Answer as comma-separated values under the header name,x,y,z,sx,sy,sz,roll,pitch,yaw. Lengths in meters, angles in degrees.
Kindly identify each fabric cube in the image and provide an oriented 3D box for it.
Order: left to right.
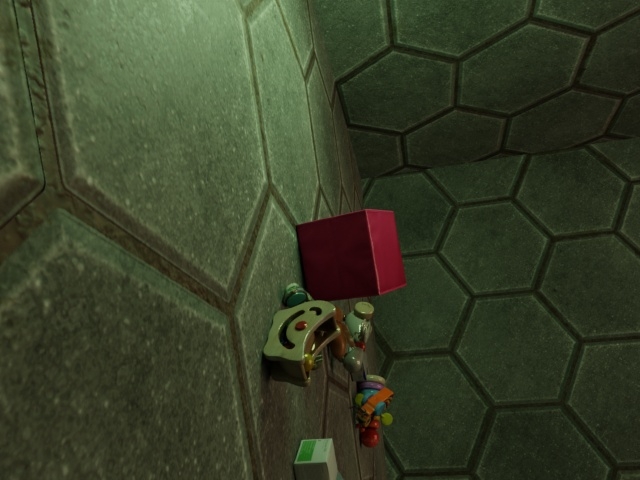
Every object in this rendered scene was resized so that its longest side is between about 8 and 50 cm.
name,x,y,z,sx,sy,sz,roll,pitch,yaw
fabric cube,0.105,0.050,1.498,0.254,0.259,0.258,-6,85,-62

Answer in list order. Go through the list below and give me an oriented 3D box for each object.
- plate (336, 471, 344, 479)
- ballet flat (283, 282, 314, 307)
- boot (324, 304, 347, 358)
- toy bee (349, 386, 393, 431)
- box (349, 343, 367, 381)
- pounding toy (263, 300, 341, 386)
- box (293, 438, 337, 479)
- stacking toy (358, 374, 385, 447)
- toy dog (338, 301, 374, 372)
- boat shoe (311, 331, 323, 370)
name,x,y,z,sx,sy,sz,roll,pitch,yaw
plate,0.048,0.716,1.367,0.188,0.024,0.188,55,-9,12
ballet flat,-0.067,0.151,1.253,0.188,0.070,0.070,64,22,-65
boot,0.040,0.335,1.671,0.152,0.073,0.197,27,58,-68
toy bee,0.217,0.788,2.119,0.195,0.298,0.162,41,-62,53
box,0.180,0.580,2.196,0.137,0.072,0.126,-80,160,-59
pounding toy,-0.029,0.250,1.100,0.269,0.154,0.155,-77,157,-61
box,-0.010,0.574,1.156,0.101,0.087,0.102,-47,129,-76
stacking toy,0.247,0.846,2.267,0.141,0.141,0.330,67,25,-56
toy dog,0.117,0.377,1.854,0.333,0.161,0.220,-33,131,-74
boat shoe,-0.027,0.296,1.358,0.060,0.064,0.178,126,-32,-59
